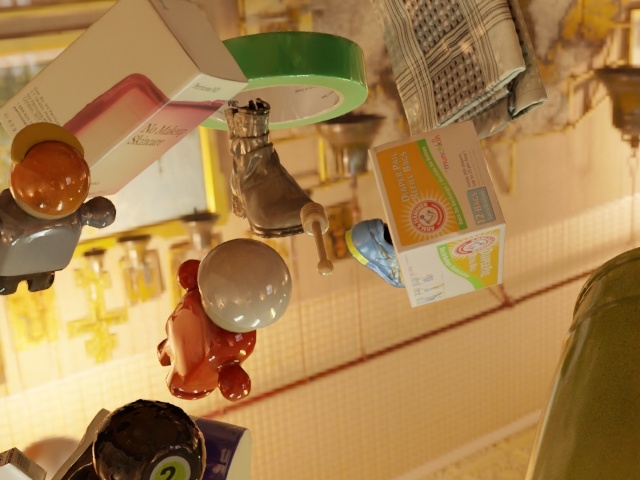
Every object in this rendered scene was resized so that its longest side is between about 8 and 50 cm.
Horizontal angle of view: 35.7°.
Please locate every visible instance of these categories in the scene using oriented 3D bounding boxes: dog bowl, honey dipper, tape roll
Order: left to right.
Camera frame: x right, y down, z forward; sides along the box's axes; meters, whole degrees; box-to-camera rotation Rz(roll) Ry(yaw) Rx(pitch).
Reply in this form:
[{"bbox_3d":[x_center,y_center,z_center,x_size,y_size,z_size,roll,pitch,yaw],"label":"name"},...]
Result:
[{"bbox_3d":[-0.182,0.396,1.464,0.104,0.265,0.265,10,-160,6],"label":"dog bowl"},{"bbox_3d":[-0.081,-0.263,1.685,0.321,0.077,0.321,-6,172,-1],"label":"tape roll"},{"bbox_3d":[0.000,0.000,1.078,0.030,0.031,0.161,-5,-156,-5],"label":"honey dipper"}]

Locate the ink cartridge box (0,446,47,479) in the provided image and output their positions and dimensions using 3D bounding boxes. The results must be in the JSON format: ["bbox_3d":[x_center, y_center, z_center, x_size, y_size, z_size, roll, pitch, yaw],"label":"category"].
[{"bbox_3d":[-0.415,0.307,1.272,0.115,0.063,0.029,-23,-144,21],"label":"ink cartridge box"}]

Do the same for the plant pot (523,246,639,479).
[{"bbox_3d":[0.357,0.251,0.986,0.366,0.367,0.353,10,-135,36],"label":"plant pot"}]

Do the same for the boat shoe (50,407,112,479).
[{"bbox_3d":[-0.239,0.258,1.013,0.068,0.081,0.228,27,-151,-1],"label":"boat shoe"}]

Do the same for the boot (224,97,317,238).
[{"bbox_3d":[-0.074,-0.099,1.305,0.083,0.161,0.246,-14,-161,-22],"label":"boot"}]

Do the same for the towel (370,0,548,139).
[{"bbox_3d":[0.180,-0.292,1.440,0.056,0.324,0.312,-13,173,-29],"label":"towel"}]

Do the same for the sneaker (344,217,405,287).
[{"bbox_3d":[0.127,0.020,1.669,0.082,0.069,0.209,-29,144,23],"label":"sneaker"}]

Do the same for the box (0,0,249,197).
[{"bbox_3d":[-0.224,-0.164,1.143,0.232,0.127,0.148,-36,174,17],"label":"box"}]

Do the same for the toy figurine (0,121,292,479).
[{"bbox_3d":[-0.141,0.059,0.585,0.209,0.148,0.213,33,-133,-4],"label":"toy figurine"}]

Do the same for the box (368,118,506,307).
[{"bbox_3d":[0.119,-0.020,0.995,0.103,0.114,0.203,-16,160,4],"label":"box"}]
